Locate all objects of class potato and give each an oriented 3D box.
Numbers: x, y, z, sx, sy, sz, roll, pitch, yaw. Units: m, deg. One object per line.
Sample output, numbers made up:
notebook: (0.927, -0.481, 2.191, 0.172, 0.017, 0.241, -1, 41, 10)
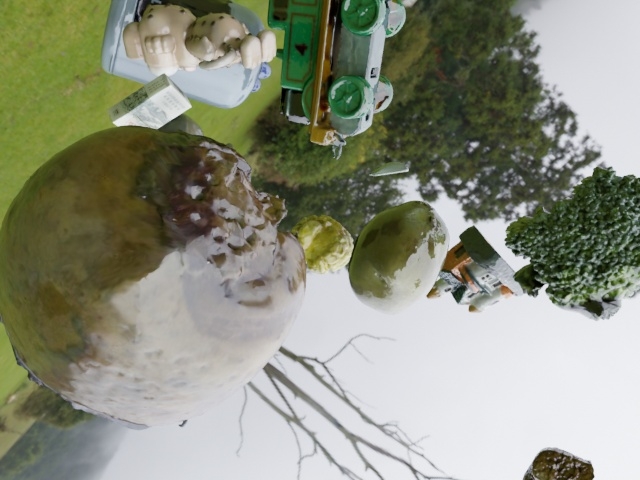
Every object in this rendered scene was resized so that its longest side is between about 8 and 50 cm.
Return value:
potato: (0.185, 0.050, 1.269, 0.243, 0.221, 0.326, -56, 177, -27)

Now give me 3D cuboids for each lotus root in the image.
lotus root: (-0.117, 0.022, 0.441, 0.192, 0.272, 0.272, -30, -158, 45)

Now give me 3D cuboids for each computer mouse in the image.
computer mouse: (0.188, -0.199, 1.417, 0.110, 0.032, 0.056, -8, -174, 1)

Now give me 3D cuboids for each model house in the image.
model house: (0.495, 0.140, 1.716, 0.301, 0.271, 0.190, -37, -140, 19)

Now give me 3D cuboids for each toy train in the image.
toy train: (0.016, -0.381, 1.016, 0.178, 0.249, 0.429, -39, 141, -60)

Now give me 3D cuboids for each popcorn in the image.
popcorn: (0.000, 0.000, 1.666, 0.200, 0.203, 0.226, -19, -134, 32)

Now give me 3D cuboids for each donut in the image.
donut: (0.534, 0.532, 1.151, 0.144, 0.126, 0.186, -64, 154, -3)

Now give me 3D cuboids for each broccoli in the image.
broccoli: (0.587, 0.005, 1.100, 0.338, 0.277, 0.317, -30, 168, -26)

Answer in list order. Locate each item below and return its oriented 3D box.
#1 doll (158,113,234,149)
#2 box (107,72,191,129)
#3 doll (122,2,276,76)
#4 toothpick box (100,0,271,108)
doll: (-0.449, -0.244, 1.482, 0.378, 0.382, 0.252, 18, -111, 41)
box: (-0.206, -0.161, 0.622, 0.083, 0.024, 0.054, -31, 163, 6)
doll: (-0.213, -0.341, 0.886, 0.154, 0.278, 0.119, -38, 137, -40)
toothpick box: (-0.280, -0.428, 1.141, 0.263, 0.354, 0.263, -45, -142, 51)
